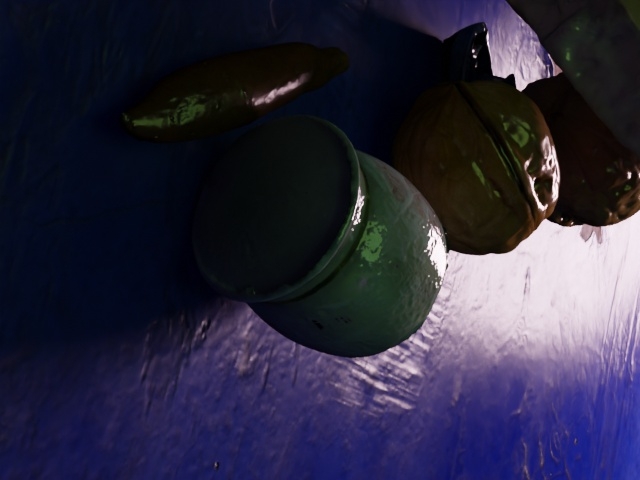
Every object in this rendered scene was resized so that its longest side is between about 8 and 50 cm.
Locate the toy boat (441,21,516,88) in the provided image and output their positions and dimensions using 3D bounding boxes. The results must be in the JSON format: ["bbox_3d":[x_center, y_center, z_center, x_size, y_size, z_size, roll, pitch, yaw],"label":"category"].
[{"bbox_3d":[0.154,-0.140,1.176,0.060,0.061,0.137,-40,123,-46],"label":"toy boat"}]

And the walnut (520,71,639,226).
[{"bbox_3d":[0.264,-0.087,1.252,0.184,0.155,0.155,44,57,-55],"label":"walnut"}]

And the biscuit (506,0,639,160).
[{"bbox_3d":[0.297,-0.215,1.193,0.429,0.104,0.446,51,29,12],"label":"biscuit"}]

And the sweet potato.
[{"bbox_3d":[-0.050,-0.111,0.895,0.265,0.057,0.057,-25,113,-49],"label":"sweet potato"}]

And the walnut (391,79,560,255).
[{"bbox_3d":[0.136,-0.064,1.096,0.144,0.144,0.180,-61,145,-32],"label":"walnut"}]

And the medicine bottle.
[{"bbox_3d":[0.000,0.000,0.898,0.143,0.147,0.147,33,66,-47],"label":"medicine bottle"}]
